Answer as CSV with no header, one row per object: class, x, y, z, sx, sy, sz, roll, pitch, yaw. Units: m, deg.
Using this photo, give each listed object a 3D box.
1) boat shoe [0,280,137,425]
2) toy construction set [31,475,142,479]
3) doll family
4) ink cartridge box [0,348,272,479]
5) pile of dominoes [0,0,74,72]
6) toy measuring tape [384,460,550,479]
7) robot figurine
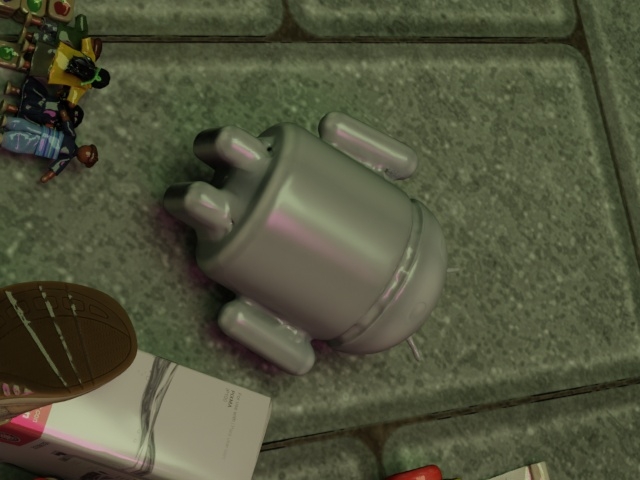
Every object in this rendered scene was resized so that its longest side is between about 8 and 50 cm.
boat shoe,-0.296,0.112,1.155,0.302,0.098,0.109,-16,78,-44
toy construction set,-0.194,0.365,1.273,0.257,0.309,0.237,27,68,-12
doll family,-0.287,-0.159,1.492,0.111,0.076,0.193,16,91,-24
ink cartridge box,-0.221,0.178,1.352,0.283,0.207,0.117,23,66,-22
pile of dominoes,-0.397,-0.302,1.498,0.251,0.040,0.196,12,69,-28
toy measuring tape,0.172,0.311,1.603,0.330,0.121,0.121,-9,80,-33
robot figurine,0.000,0.000,1.543,0.353,0.200,0.300,32,84,-19
